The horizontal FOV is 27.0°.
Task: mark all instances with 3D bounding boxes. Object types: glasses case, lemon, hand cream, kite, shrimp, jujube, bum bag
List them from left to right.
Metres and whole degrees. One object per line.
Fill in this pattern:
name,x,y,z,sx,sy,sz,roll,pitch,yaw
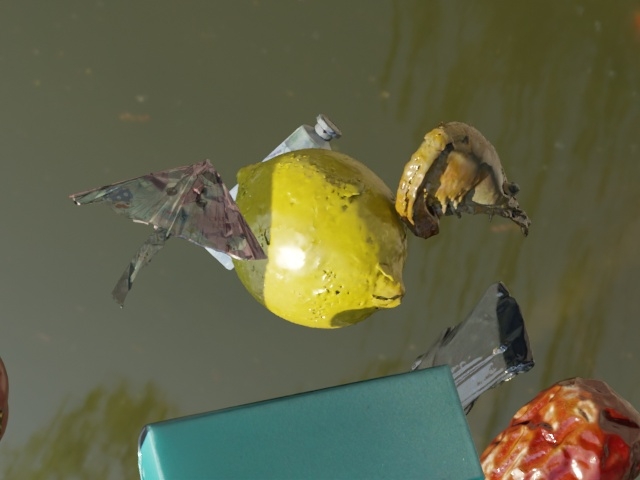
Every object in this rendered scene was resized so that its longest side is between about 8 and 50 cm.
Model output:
kite,-0.100,-0.009,0.866,0.139,0.157,0.011,18,133,10
hand cream,-0.075,-0.075,1.945,0.091,0.058,0.271,44,107,-7
glasses case,-0.008,0.195,1.184,0.301,0.117,0.070,-8,163,-25
lemon,0.000,0.000,1.298,0.206,0.173,0.173,32,154,30
bum bag,0.149,0.150,1.462,0.060,0.123,0.248,25,133,-27
shrimp,0.139,-0.041,1.337,0.066,0.117,0.262,44,-179,33
jujube,0.306,0.294,1.723,0.174,0.250,0.174,46,-177,-3

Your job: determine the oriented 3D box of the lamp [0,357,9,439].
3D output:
lamp,-0.342,0.142,1.090,0.140,0.182,0.182,35,151,20
